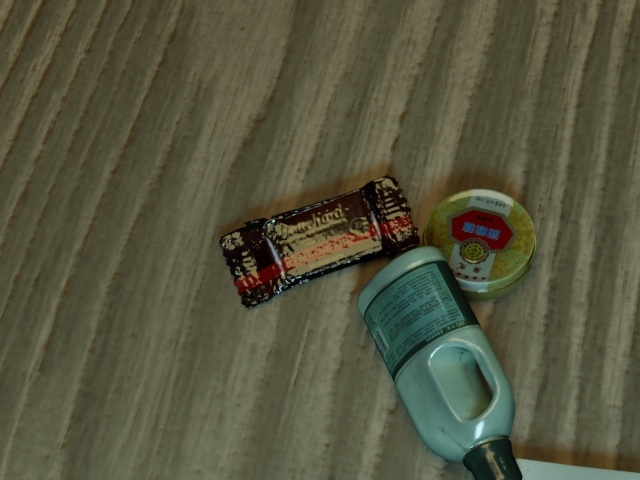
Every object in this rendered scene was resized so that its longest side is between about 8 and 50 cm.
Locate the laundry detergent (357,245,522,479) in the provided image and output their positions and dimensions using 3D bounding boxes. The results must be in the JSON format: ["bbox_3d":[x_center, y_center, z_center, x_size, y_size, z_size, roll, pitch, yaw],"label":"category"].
[{"bbox_3d":[0.111,0.119,1.284,0.099,0.070,0.225,-41,56,24],"label":"laundry detergent"}]

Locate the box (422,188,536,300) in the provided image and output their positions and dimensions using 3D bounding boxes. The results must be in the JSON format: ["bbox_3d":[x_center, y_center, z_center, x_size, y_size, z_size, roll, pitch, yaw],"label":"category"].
[{"bbox_3d":[0.147,0.004,1.377,0.106,0.037,0.105,-2,60,4],"label":"box"}]

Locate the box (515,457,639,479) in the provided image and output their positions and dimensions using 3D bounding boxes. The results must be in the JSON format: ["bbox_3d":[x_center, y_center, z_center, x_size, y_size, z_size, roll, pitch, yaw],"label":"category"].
[{"bbox_3d":[0.207,0.289,1.209,0.122,0.032,0.220,7,60,8],"label":"box"}]

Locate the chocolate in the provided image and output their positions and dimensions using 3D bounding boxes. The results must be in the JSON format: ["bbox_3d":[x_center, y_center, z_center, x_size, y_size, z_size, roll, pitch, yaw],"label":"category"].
[{"bbox_3d":[0.000,0.000,1.399,0.183,0.028,0.086,-21,67,-6],"label":"chocolate"}]
